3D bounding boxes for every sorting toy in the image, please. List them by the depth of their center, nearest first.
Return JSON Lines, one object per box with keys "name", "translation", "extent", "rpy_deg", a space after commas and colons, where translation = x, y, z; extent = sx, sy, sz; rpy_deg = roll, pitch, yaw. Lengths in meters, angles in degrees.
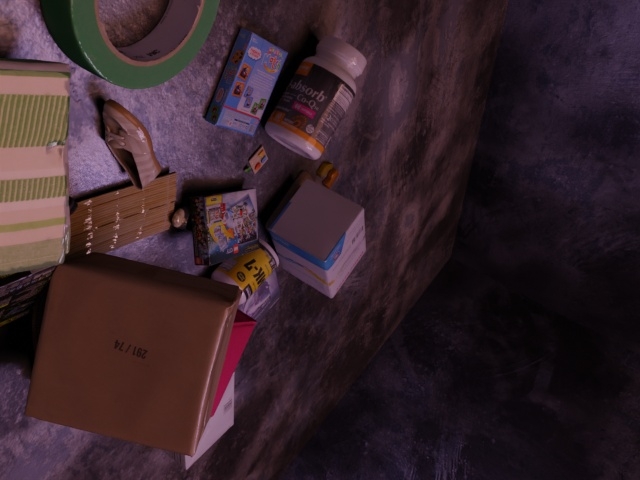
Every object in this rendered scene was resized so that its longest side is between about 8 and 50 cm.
{"name": "sorting toy", "translation": [-0.165, -0.196, 1.634], "extent": [0.083, 0.012, 0.062], "rpy_deg": [-53, 156, -20]}
{"name": "sorting toy", "translation": [-0.040, -0.114, 1.948], "extent": [0.307, 0.041, 0.229], "rpy_deg": [-56, 157, -10]}

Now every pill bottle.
{"name": "pill bottle", "translation": [-0.008, -0.355, 1.589], "extent": [0.278, 0.162, 0.162], "rpy_deg": [-61, 157, -1]}
{"name": "pill bottle", "translation": [-0.219, 0.096, 1.723], "extent": [0.208, 0.119, 0.119], "rpy_deg": [-48, 154, -27]}

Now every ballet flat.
{"name": "ballet flat", "translation": [-0.543, 0.196, 1.265], "extent": [0.084, 0.058, 0.250], "rpy_deg": [-44, 148, -52]}
{"name": "ballet flat", "translation": [-0.292, -0.044, 1.490], "extent": [0.057, 0.049, 0.173], "rpy_deg": [-64, 161, 4]}

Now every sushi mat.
{"name": "sushi mat", "translation": [-0.415, -0.041, 1.291], "extent": [0.316, 0.019, 0.151], "rpy_deg": [-29, 142, -51]}

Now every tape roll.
{"name": "tape roll", "translation": [-0.296, -0.413, 1.042], "extent": [0.321, 0.077, 0.321], "rpy_deg": [-46, 153, -32]}

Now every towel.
{"name": "towel", "translation": [-0.485, -0.101, 0.928], "extent": [0.248, 0.038, 0.325], "rpy_deg": [-11, 116, -45]}

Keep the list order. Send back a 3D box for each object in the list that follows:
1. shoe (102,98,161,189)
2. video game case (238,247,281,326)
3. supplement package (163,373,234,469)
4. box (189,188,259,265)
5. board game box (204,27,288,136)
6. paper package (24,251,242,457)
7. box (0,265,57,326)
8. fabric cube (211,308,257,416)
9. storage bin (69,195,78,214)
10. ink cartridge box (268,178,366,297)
{"name": "shoe", "translation": [-0.355, -0.173, 1.190], "extent": [0.058, 0.076, 0.219], "rpy_deg": [-57, 159, -23]}
{"name": "video game case", "translation": [-0.201, 0.165, 1.960], "extent": [0.196, 0.026, 0.274], "rpy_deg": [-48, 155, -28]}
{"name": "supplement package", "translation": [-0.366, 0.478, 1.822], "extent": [0.204, 0.145, 0.262], "rpy_deg": [-39, 149, -40]}
{"name": "box", "translation": [-0.227, -0.038, 1.545], "extent": [0.233, 0.044, 0.159], "rpy_deg": [-20, 110, -64]}
{"name": "board game box", "translation": [-0.163, -0.349, 1.432], "extent": [0.160, 0.039, 0.211], "rpy_deg": [2, 115, -65]}
{"name": "paper package", "translation": [-0.342, 0.205, 1.198], "extent": [0.168, 0.325, 0.309], "rpy_deg": [-83, -173, -83]}
{"name": "box", "translation": [-0.550, 0.102, 1.054], "extent": [0.184, 0.045, 0.190], "rpy_deg": [-41, 173, 40]}
{"name": "fabric cube", "translation": [-0.347, 0.243, 1.450], "extent": [0.258, 0.259, 0.254], "rpy_deg": [-64, 156, 6]}
{"name": "storage bin", "translation": [-0.485, -0.056, 1.050], "extent": [0.135, 0.098, 0.091], "rpy_deg": [-49, 144, -26]}
{"name": "ink cartridge box", "translation": [0.000, 0.000, 1.859], "extent": [0.198, 0.197, 0.270], "rpy_deg": [-54, 160, -20]}
